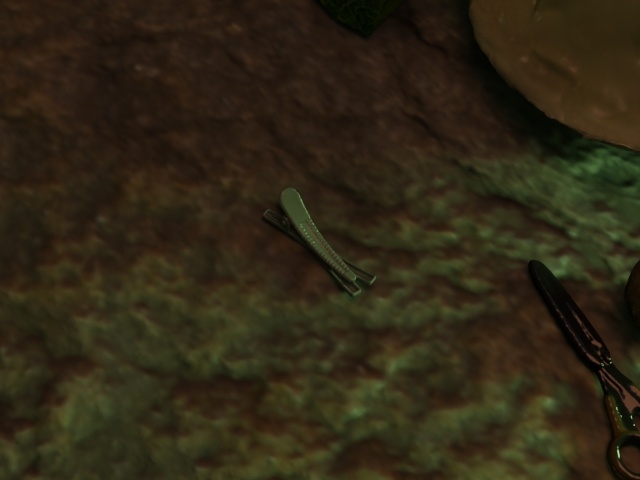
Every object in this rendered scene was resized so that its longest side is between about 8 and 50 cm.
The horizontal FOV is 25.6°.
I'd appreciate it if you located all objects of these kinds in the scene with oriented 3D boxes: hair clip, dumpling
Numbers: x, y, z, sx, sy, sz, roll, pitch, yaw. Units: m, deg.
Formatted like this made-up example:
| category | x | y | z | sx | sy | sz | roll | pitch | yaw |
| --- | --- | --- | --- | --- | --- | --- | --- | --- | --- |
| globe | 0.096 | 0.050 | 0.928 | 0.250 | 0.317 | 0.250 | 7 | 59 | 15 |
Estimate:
| category | x | y | z | sx | sy | sz | roll | pitch | yaw |
| --- | --- | --- | --- | --- | --- | --- | --- | --- | --- |
| hair clip | -0.001 | 0.001 | 1.211 | 0.030 | 0.039 | 0.115 | -41 | 74 | -20 |
| dumpling | 0.310 | -0.218 | 1.280 | 0.395 | 0.233 | 0.315 | 16 | 60 | 19 |

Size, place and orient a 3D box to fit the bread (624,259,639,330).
| category | x | y | z | sx | sy | sz | roll | pitch | yaw |
| --- | --- | --- | --- | --- | --- | --- | --- | --- | --- |
| bread | 0.314 | 0.042 | 1.215 | 0.113 | 0.060 | 0.082 | -3 | 60 | -12 |

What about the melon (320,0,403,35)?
| category | x | y | z | sx | sy | sz | roll | pitch | yaw |
| --- | --- | --- | --- | --- | --- | --- | --- | --- | --- |
| melon | 0.082 | -0.361 | 1.286 | 0.124 | 0.323 | 0.196 | -11 | 62 | -37 |

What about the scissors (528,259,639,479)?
| category | x | y | z | sx | sy | sz | roll | pitch | yaw |
| --- | --- | --- | --- | --- | --- | --- | --- | --- | --- |
| scissors | 0.238 | 0.104 | 1.194 | 0.088 | 0.017 | 0.220 | -22 | 64 | -18 |
